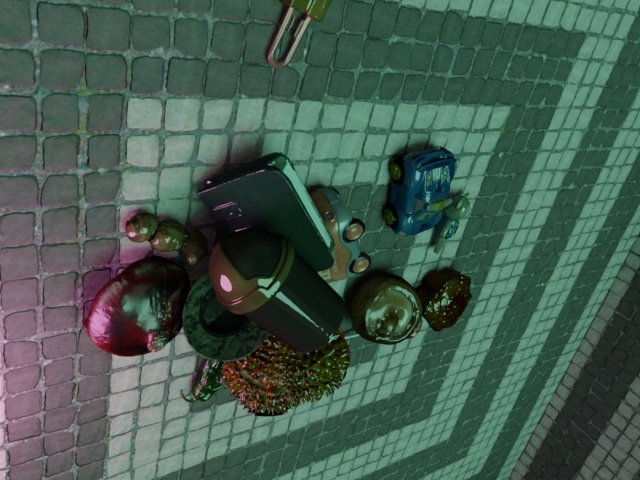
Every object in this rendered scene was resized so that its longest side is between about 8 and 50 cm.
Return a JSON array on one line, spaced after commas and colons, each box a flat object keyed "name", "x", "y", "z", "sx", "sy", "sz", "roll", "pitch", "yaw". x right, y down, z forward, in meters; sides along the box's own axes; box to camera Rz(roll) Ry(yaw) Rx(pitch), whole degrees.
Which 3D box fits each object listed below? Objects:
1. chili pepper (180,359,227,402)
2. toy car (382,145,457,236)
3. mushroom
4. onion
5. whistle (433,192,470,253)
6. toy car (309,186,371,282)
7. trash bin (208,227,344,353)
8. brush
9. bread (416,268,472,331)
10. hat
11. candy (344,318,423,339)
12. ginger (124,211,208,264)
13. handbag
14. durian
[{"name": "chili pepper", "x": -0.308, "y": 0.376, "z": 1.730, "sx": 0.100, "sy": 0.074, "sz": 0.257, "roll": 20, "pitch": 102, "yaw": -42}, {"name": "toy car", "x": 0.311, "y": -0.133, "z": 1.783, "sx": 0.198, "sy": 0.166, "sz": 0.315, "roll": -15, "pitch": 129, "yaw": -26}, {"name": "mushroom", "x": 0.212, "y": 0.228, "z": 1.953, "sx": 0.253, "sy": 0.153, "sz": 0.253, "roll": -5, "pitch": 101, "yaw": -25}, {"name": "onion", "x": -0.406, "y": 0.176, "z": 1.400, "sx": 0.272, "sy": 0.195, "sz": 0.272, "roll": -37, "pitch": 153, "yaw": -23}, {"name": "whistle", "x": 0.435, "y": -0.059, "z": 2.004, "sx": 0.114, "sy": 0.077, "sz": 0.236, "roll": -35, "pitch": 152, "yaw": -56}, {"name": "toy car", "x": 0.000, "y": 0.000, "z": 1.628, "sx": 0.212, "sy": 0.181, "sz": 0.271, "roll": -24, "pitch": 134, "yaw": -11}, {"name": "trash bin", "x": -0.109, "y": 0.104, "z": 1.370, "sx": 0.214, "sy": 0.214, "sz": 0.334, "roll": -48, "pitch": 118, "yaw": 0}, {"name": "brush", "x": -0.049, "y": -0.489, "z": 1.310, "sx": 0.103, "sy": 0.047, "sz": 0.234, "roll": 11, "pitch": 113, "yaw": -43}, {"name": "bread", "x": 0.459, "y": 0.214, "z": 2.174, "sx": 0.232, "sy": 0.135, "sz": 0.246, "roll": -48, "pitch": 137, "yaw": 1}, {"name": "hat", "x": -0.243, "y": 0.171, "z": 1.483, "sx": 0.265, "sy": 0.128, "sz": 0.266, "roll": 1, "pitch": 89, "yaw": -34}, {"name": "candy", "x": 0.191, "y": 0.313, "z": 2.075, "sx": 0.365, "sy": 0.124, "sz": 0.124, "roll": -9, "pitch": 126, "yaw": -20}, {"name": "ginger", "x": -0.355, "y": -0.009, "z": 1.380, "sx": 0.204, "sy": 0.104, "sz": 0.080, "roll": 26, "pitch": 118, "yaw": -31}, {"name": "handbag", "x": -0.121, "y": -0.042, "z": 1.443, "sx": 0.238, "sy": 0.089, "sz": 0.327, "roll": -17, "pitch": 124, "yaw": 21}, {"name": "durian", "x": -0.091, "y": 0.323, "z": 1.652, "sx": 0.347, "sy": 0.384, "sz": 0.348, "roll": 3, "pitch": 109, "yaw": 7}]
